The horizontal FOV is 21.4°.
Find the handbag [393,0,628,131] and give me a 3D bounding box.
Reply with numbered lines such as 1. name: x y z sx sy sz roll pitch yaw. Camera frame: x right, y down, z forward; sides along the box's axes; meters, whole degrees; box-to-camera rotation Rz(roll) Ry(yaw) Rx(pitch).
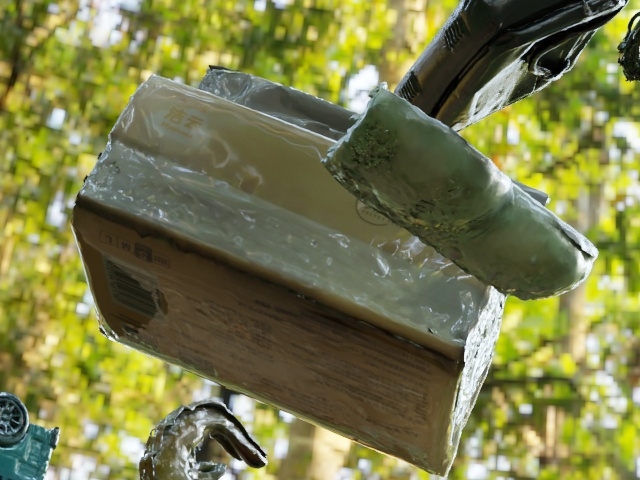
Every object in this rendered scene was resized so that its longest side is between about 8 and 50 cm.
1. handbag: 0.222 -0.219 1.834 0.244 0.088 0.275 -24 -15 -24

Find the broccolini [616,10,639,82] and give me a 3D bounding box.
1. broccolini: 0.387 -0.255 1.893 0.052 0.054 0.194 27 -47 -10

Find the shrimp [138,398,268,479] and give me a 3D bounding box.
1. shrimp: -0.110 0.268 1.859 0.058 0.173 0.253 -7 -26 36

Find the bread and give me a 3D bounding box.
1. bread: 0.064 -0.033 0.997 0.172 0.064 0.232 36 2 42

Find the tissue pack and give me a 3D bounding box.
1. tissue pack: 0.000 0.000 1.279 0.306 0.238 0.238 22 -31 13

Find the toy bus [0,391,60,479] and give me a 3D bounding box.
1. toy bus: -0.366 0.180 1.432 0.256 0.147 0.128 27 -36 -28
